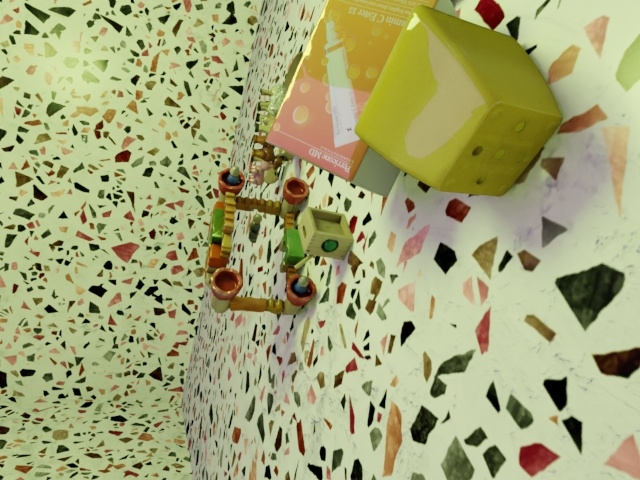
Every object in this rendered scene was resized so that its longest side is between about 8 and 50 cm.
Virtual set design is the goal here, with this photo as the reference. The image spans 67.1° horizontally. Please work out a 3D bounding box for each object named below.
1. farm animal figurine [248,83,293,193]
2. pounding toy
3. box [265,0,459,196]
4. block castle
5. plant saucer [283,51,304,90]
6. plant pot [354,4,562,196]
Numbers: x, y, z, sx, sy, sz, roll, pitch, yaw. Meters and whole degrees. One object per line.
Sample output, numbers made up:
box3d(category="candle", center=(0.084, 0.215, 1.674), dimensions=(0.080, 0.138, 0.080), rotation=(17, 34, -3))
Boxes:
box3d(category="farm animal figurine", center=(-0.157, -0.353, 1.745), dimensions=(0.330, 0.172, 0.326), rotation=(150, 126, -77))
box3d(category="pounding toy", center=(0.000, 0.000, 1.232), dimensions=(0.141, 0.130, 0.100), rotation=(-106, 33, -48))
box3d(category="box", center=(0.085, -0.288, 0.909), dimensions=(0.215, 0.168, 0.345), rotation=(30, 100, 28))
box3d(category="block castle", center=(-0.182, -0.008, 1.466), dimensions=(0.213, 0.303, 0.453), rotation=(118, 153, -52))
box3d(category="plant saucer", center=(-0.096, -0.585, 1.867), dimensions=(0.278, 0.041, 0.277), rotation=(-169, 90, -69))
box3d(category="plant pot", center=(0.213, -0.181, 0.712), dimensions=(0.212, 0.212, 0.187), rotation=(-63, 40, 36))
